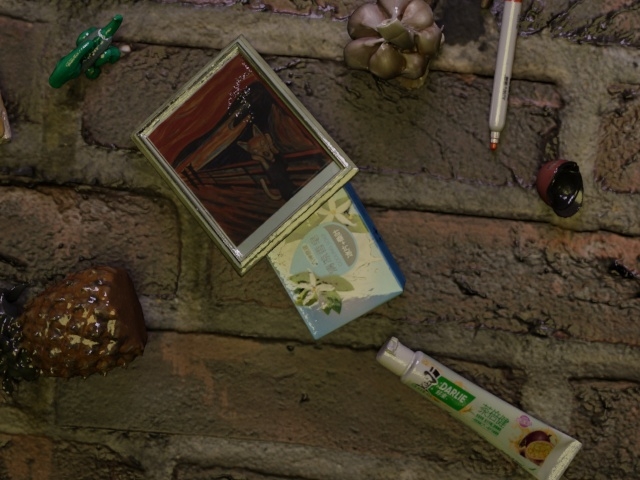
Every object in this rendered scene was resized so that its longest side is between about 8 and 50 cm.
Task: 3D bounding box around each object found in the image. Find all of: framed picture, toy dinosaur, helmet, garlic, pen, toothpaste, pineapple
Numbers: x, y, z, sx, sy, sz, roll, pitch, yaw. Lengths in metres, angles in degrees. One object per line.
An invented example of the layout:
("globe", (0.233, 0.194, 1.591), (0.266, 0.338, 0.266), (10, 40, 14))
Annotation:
("framed picture", (-0.109, -0.119, 1.692), (0.216, 0.016, 0.273), (-43, 70, 5))
("toy dinosaur", (-0.313, -0.256, 1.704), (0.059, 0.096, 0.132), (44, 100, -4))
("helmet", (0.320, -0.074, 1.714), (0.065, 0.049, 0.084), (-33, 125, -26))
("garlic", (0.088, -0.264, 1.638), (0.127, 0.194, 0.131), (40, 103, 7))
("pen", (0.249, -0.230, 1.709), (0.026, 0.026, 0.218), (7, 98, 2))
("toothpaste", (0.217, 0.236, 1.765), (0.314, 0.056, 0.058), (32, 138, -5))
("pineapple", (-0.428, 0.136, 1.737), (0.364, 0.165, 0.166), (-13, 97, 7))

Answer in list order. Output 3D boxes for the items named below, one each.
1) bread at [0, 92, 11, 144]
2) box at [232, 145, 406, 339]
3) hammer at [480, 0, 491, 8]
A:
("bread", (-0.491, -0.184, 1.730), (0.106, 0.082, 0.125), (-11, 94, 11))
("box", (0.000, 0.000, 1.726), (0.142, 0.083, 0.232), (-29, 96, 10))
("hammer", (0.246, -0.397, 1.675), (0.062, 0.017, 0.182), (-2, 117, -35))
